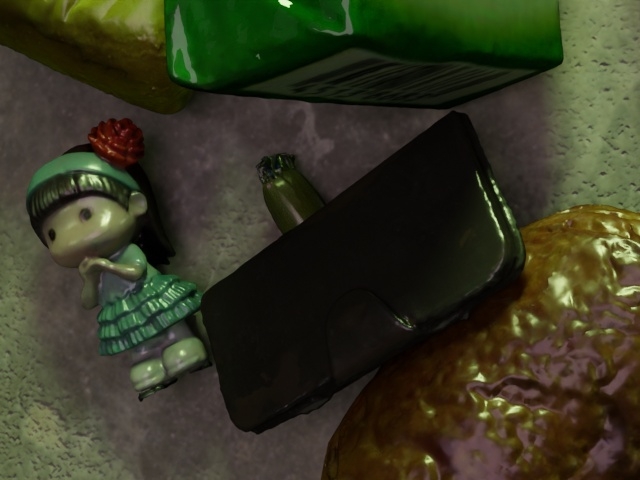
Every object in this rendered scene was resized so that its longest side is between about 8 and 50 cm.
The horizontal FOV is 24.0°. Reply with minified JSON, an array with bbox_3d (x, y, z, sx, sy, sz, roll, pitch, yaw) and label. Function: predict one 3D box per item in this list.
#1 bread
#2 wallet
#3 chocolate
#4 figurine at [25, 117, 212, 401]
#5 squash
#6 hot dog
[{"bbox_3d":[-0.274,-0.233,1.384,0.383,0.166,0.112,30,67,15],"label":"bread"},{"bbox_3d":[0.025,0.033,1.277,0.309,0.042,0.165,-34,53,25],"label":"wallet"},{"bbox_3d":[0.042,-0.281,1.171,0.161,0.360,0.341,-3,90,37],"label":"chocolate"},{"bbox_3d":[-0.177,0.018,1.396,0.138,0.110,0.245,-27,88,15],"label":"figurine"},{"bbox_3d":[0.000,0.000,1.364,0.052,0.052,0.183,-38,81,15],"label":"squash"},{"bbox_3d":[0.179,0.146,1.250,0.267,0.174,0.387,44,92,11],"label":"hot dog"}]
